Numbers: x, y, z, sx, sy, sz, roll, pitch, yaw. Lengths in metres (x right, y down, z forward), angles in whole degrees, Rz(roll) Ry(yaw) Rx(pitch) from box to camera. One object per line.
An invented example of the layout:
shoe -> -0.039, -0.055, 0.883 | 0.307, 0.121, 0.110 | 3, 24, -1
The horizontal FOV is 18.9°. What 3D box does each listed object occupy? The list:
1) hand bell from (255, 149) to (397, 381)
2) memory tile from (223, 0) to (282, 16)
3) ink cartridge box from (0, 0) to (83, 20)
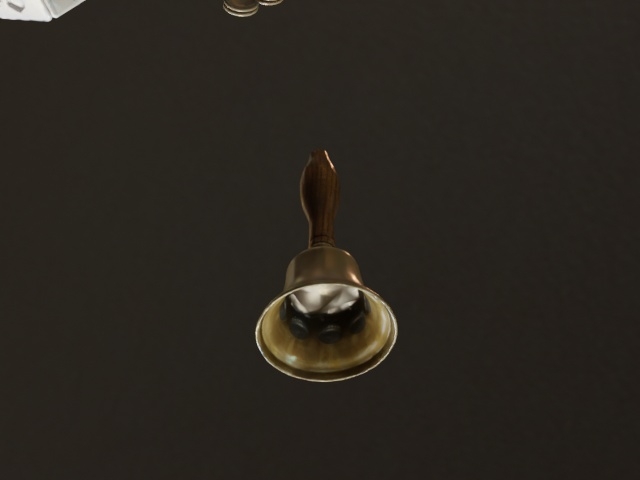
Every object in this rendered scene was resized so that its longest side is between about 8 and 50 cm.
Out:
hand bell -> 0.000, 0.000, 1.790 | 0.126, 0.126, 0.242 | -38, -145, 28
memory tile -> -0.093, -0.286, 2.028 | 0.148, 0.113, 0.012 | 39, -41, 29
ink cartridge box -> -0.279, -0.347, 2.235 | 0.218, 0.092, 0.158 | -39, -154, -24
